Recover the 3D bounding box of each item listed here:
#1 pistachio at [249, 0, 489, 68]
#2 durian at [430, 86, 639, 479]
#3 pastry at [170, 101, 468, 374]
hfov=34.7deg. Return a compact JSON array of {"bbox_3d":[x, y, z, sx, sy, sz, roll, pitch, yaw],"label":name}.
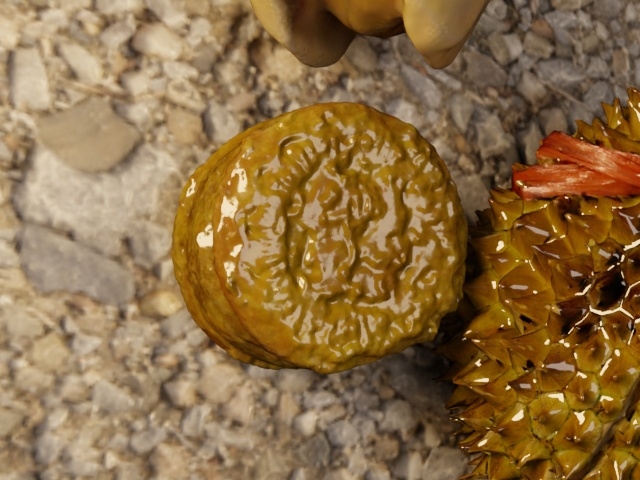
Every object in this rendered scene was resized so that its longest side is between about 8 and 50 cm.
[{"bbox_3d":[0.030,-0.269,0.642,0.238,0.229,0.321,-25,116,-62],"label":"pistachio"},{"bbox_3d":[0.268,0.051,0.745,0.347,0.347,0.384,23,111,-29],"label":"durian"},{"bbox_3d":[0.000,0.000,0.688,0.189,0.103,0.189,0,90,-26],"label":"pastry"}]
